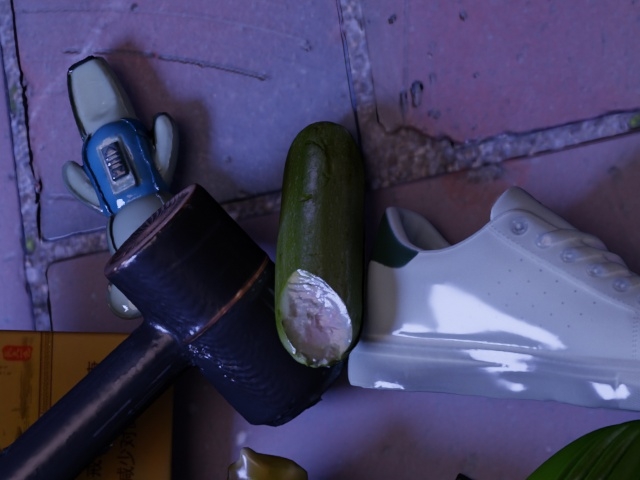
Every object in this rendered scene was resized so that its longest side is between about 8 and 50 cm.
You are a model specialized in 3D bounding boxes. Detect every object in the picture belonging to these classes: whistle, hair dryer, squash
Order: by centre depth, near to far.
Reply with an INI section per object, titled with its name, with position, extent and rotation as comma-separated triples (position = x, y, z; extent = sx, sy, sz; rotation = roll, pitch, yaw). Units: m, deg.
[squash]
position = 0.000, 0.000, 1.452
extent = 0.069, 0.069, 0.239
rotation = -20, 46, 23
[hair dryer]
position = -0.158, 0.142, 1.472
extent = 0.352, 0.107, 0.189
rotation = -44, 100, -2
[whistle]
position = -0.158, -0.049, 1.583
extent = 0.114, 0.077, 0.235
rotation = -28, 68, 12

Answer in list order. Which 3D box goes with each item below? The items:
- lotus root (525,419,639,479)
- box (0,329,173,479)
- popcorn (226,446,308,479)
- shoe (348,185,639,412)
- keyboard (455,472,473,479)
[lotus root]
position = 0.227, 0.192, 1.341
extent = 0.186, 0.186, 0.186
rotation = -2, 85, 26
[box]
position = -0.257, 0.157, 1.527
extent = 0.274, 0.076, 0.174
rotation = 2, 85, -12
[popcorn]
position = -0.052, 0.301, 1.418
extent = 0.258, 0.224, 0.270
rotation = 22, 90, 30
[shoe]
position = 0.187, 0.042, 1.376
extent = 0.363, 0.132, 0.160
rotation = 2, 87, 33
[keyboard]
position = 0.177, 0.249, 1.427
extent = 0.202, 0.011, 0.067
rotation = 27, 99, 25
